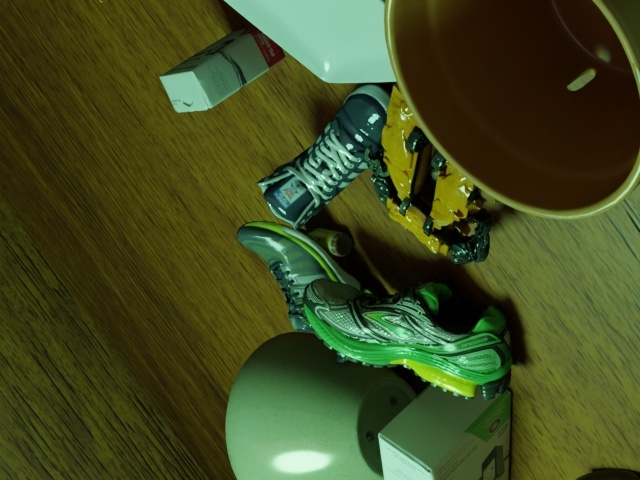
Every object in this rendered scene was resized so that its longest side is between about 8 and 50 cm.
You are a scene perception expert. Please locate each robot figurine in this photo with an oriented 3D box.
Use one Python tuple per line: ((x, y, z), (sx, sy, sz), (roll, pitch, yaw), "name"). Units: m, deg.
((0.152, -0.085, 1.301), (0.211, 0.085, 0.291), (42, 160, 19), "robot figurine")

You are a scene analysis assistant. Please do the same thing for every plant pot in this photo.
((0.233, -0.192, 0.946), (0.291, 0.203, 0.291), (38, 149, 27), "plant pot")

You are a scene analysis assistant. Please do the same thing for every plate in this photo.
((0.006, -0.287, 1.255), (0.277, 0.045, 0.278), (35, 165, -35), "plate")

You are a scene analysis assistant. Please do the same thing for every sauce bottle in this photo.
((0.000, 0.000, 1.707), (0.128, 0.042, 0.042), (10, 131, 52), "sauce bottle")

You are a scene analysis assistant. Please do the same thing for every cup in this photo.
((0.037, 0.321, 1.763), (0.237, 0.331, 0.331), (-7, 118, 47), "cup")

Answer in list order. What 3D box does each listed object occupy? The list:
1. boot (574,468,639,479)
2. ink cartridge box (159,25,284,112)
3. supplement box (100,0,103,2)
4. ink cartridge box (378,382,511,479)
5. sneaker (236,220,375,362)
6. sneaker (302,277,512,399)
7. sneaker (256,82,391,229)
((0.488, 0.444, 1.446), (0.283, 0.109, 0.220), (-2, 126, 49), "boot")
((-0.147, -0.254, 1.510), (0.109, 0.150, 0.063), (5, 127, 55), "ink cartridge box")
((-0.356, -0.444, 1.722), (0.055, 0.043, 0.083), (59, 151, -10), "supplement box")
((0.205, 0.360, 1.650), (0.115, 0.198, 0.272), (30, 146, 34), "ink cartridge box")
((-0.023, 0.081, 1.682), (0.300, 0.121, 0.111), (39, 161, -3), "sneaker")
((0.131, 0.112, 1.541), (0.344, 0.134, 0.146), (15, 119, 24), "sneaker")
((0.008, -0.109, 1.443), (0.099, 0.153, 0.282), (50, 153, 2), "sneaker")
